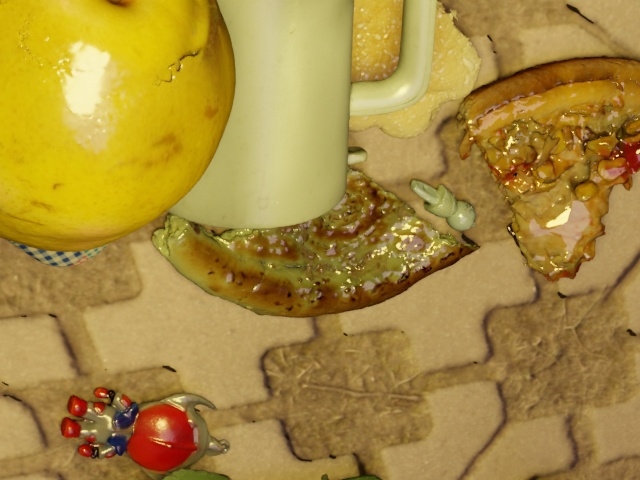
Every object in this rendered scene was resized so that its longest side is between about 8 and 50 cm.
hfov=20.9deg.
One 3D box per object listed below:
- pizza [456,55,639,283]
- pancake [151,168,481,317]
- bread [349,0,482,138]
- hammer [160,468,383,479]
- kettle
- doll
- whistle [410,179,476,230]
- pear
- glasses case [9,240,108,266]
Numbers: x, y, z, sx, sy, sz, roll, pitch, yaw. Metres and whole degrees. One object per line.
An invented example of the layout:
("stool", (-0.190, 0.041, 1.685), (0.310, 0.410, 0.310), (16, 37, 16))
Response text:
("pizza", (0.250, -0.085, 1.934), (0.251, 0.074, 0.287), (13, 111, -25))
("pancake", (0.002, 0.003, 1.890), (0.377, 0.054, 0.197), (-5, 119, -21))
("bread", (0.056, -0.201, 1.804), (0.182, 0.039, 0.251), (-37, 126, 1))
("hammer", (-0.066, 0.318, 1.995), (0.336, 0.119, 0.206), (-12, 155, -31))
("kettle", (-0.039, -0.188, 1.655), (0.265, 0.205, 0.318), (12, 117, 17))
("doll", (-0.191, 0.215, 1.929), (0.195, 0.062, 0.104), (14, 81, -21))
("whistle", (0.139, -0.040, 1.933), (0.100, 0.035, 0.035), (31, 103, -32))
("pear", (-0.226, -0.132, 1.511), (0.285, 0.336, 0.284), (5, 80, -30))
("glasses case", (-0.319, -0.091, 1.689), (0.125, 0.076, 0.327), (-44, 125, 7))
